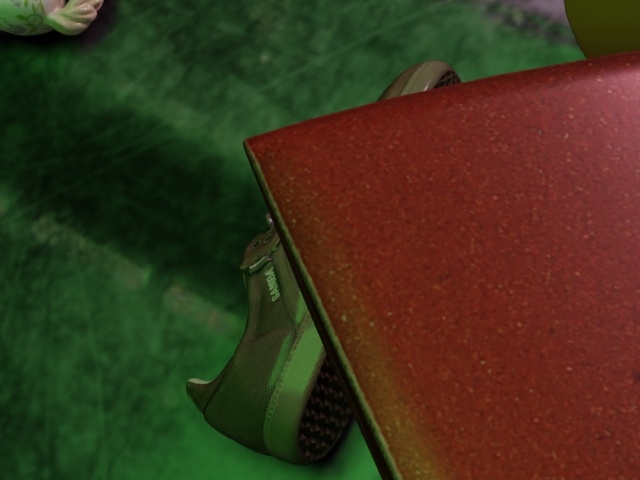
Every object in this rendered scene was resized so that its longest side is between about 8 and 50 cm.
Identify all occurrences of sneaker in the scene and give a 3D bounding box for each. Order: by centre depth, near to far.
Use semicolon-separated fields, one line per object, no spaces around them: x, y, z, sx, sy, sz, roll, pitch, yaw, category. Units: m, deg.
0.000;0.000;0.636;0.071;0.066;0.188;17;74;30;sneaker

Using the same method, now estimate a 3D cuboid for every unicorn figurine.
-0.189;-0.134;0.782;0.162;0.060;0.111;-1;66;23;unicorn figurine

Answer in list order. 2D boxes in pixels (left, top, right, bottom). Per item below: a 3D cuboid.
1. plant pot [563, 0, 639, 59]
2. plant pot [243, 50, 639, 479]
0.197;-0.127;0.547;0.188;0.205;0.205;-5;64;39;plant pot
0.155;0.089;0.432;0.236;0.267;0.267;-24;59;-3;plant pot
